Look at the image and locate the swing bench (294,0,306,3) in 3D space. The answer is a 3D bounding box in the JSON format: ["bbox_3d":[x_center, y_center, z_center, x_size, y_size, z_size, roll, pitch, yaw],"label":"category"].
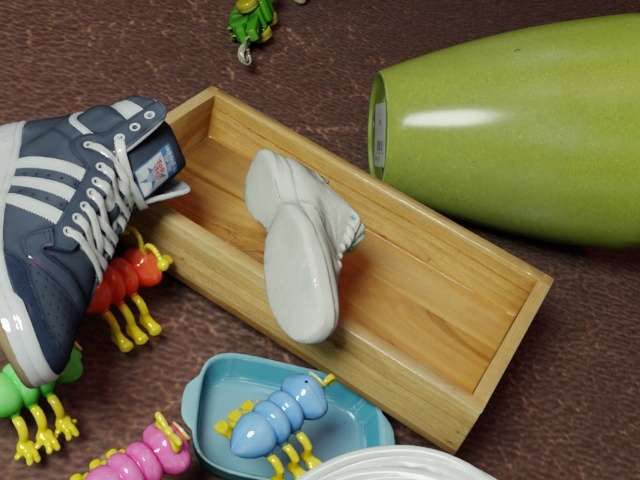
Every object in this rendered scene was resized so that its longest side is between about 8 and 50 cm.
[{"bbox_3d":[-0.100,-0.496,1.133,0.253,0.255,0.165,11,46,-18],"label":"swing bench"}]

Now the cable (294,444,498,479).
[{"bbox_3d":[0.052,0.268,0.552,0.257,0.089,0.257,21,58,28],"label":"cable"}]

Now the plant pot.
[{"bbox_3d":[0.208,-0.122,0.967,0.293,0.275,0.275,0,49,-7],"label":"plant pot"}]

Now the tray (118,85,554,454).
[{"bbox_3d":[-0.002,0.010,0.813,0.410,0.076,0.203,30,43,13],"label":"tray"}]

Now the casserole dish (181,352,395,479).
[{"bbox_3d":[-0.029,0.162,0.717,0.188,0.037,0.114,15,45,-15],"label":"casserole dish"}]

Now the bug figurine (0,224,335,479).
[{"bbox_3d":[-0.133,0.107,0.647,0.279,0.072,0.216,34,49,24],"label":"bug figurine"}]

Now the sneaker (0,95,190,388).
[{"bbox_3d":[-0.173,-0.019,0.652,0.153,0.099,0.282,-15,42,-7],"label":"sneaker"}]

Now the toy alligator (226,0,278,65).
[{"bbox_3d":[-0.097,-0.278,1.085,0.051,0.056,0.190,-9,41,22],"label":"toy alligator"}]

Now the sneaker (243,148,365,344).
[{"bbox_3d":[0.000,0.000,0.719,0.094,0.080,0.212,12,39,-26],"label":"sneaker"}]
